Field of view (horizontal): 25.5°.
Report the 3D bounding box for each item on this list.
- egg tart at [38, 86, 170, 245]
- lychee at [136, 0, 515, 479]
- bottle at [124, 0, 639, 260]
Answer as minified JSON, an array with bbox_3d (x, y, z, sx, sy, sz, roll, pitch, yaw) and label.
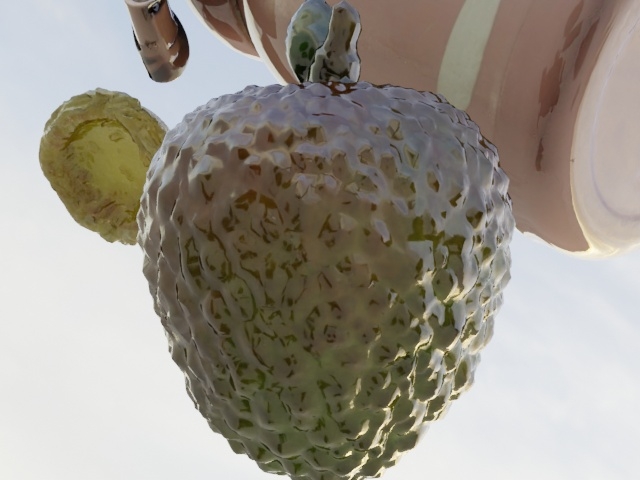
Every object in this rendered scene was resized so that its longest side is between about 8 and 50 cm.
[{"bbox_3d":[-0.115,-0.046,0.822,0.105,0.039,0.105,15,-52,21],"label":"egg tart"},{"bbox_3d":[0.000,0.000,0.421,0.114,0.114,0.146,6,-85,43],"label":"lychee"},{"bbox_3d":[0.044,-0.116,0.688,0.297,0.206,0.173,33,-32,38],"label":"bottle"}]
